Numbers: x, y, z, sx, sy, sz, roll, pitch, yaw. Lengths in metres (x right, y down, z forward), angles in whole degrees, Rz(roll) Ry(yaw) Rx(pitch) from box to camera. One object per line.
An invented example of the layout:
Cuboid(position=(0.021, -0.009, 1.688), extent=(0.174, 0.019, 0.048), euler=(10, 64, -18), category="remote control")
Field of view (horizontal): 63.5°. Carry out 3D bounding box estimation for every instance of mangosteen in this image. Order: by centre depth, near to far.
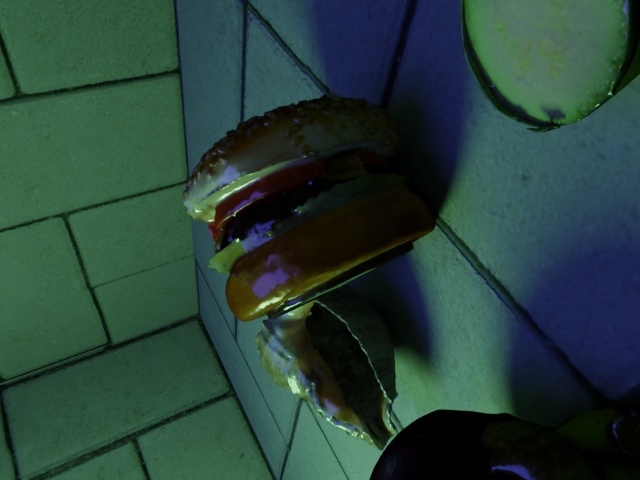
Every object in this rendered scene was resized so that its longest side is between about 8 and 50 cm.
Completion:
Cuboid(position=(0.209, 0.311, 0.593), extent=(0.306, 0.306, 0.360), euler=(30, 102, 56), category="mangosteen")

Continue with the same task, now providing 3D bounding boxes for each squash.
Cuboid(position=(0.203, -0.182, 0.416), extent=(0.170, 0.123, 0.170), euler=(45, 146, 43), category="squash")

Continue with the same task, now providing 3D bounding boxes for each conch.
Cuboid(position=(0.040, 0.198, 0.968), extent=(0.352, 0.210, 0.297), euler=(32, 139, 25), category="conch")

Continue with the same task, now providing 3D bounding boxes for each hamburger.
Cuboid(position=(-0.018, -0.049, 0.746), extent=(0.250, 0.330, 0.330), euler=(63, 155, 6), category="hamburger")
